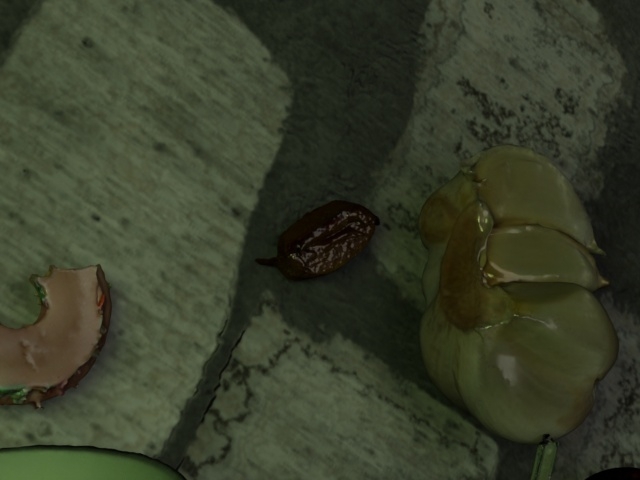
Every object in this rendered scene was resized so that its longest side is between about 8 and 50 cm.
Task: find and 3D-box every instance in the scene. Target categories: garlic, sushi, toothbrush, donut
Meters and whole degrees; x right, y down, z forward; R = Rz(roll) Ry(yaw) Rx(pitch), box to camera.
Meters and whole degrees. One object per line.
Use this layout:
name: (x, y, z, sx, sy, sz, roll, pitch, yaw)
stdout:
garlic: (0.187, 0.065, 1.213, 0.203, 0.185, 0.281, 11, 50, -30)
sushi: (0.000, 0.000, 1.186, 0.120, 0.055, 0.052, -39, 109, -22)
toothbrush: (0.179, 0.315, 1.149, 0.026, 0.028, 0.294, 4, 101, -26)
donut: (-0.242, 0.082, 1.011, 0.166, 0.065, 0.117, -10, 81, -31)

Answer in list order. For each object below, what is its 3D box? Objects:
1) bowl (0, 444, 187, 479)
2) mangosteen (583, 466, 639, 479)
bowl: (-0.246, 0.275, 0.817, 0.354, 0.354, 0.185, -10, 100, -32)
mangosteen: (0.283, 0.295, 1.211, 0.184, 0.172, 0.172, 27, 64, -11)
